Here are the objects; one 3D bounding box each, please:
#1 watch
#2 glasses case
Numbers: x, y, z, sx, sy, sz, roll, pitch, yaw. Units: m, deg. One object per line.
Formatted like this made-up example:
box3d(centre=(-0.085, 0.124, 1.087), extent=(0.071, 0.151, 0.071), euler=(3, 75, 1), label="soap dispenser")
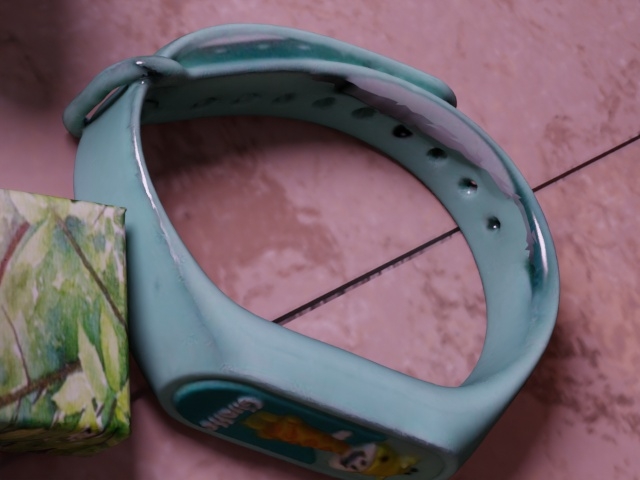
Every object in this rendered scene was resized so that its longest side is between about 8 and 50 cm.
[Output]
box3d(centre=(0.000, 0.000, 0.734), extent=(0.237, 0.068, 0.195), euler=(20, 57, -26), label="watch")
box3d(centre=(-0.200, 0.020, 0.591), extent=(0.272, 0.062, 0.095), euler=(9, 68, -30), label="glasses case")
